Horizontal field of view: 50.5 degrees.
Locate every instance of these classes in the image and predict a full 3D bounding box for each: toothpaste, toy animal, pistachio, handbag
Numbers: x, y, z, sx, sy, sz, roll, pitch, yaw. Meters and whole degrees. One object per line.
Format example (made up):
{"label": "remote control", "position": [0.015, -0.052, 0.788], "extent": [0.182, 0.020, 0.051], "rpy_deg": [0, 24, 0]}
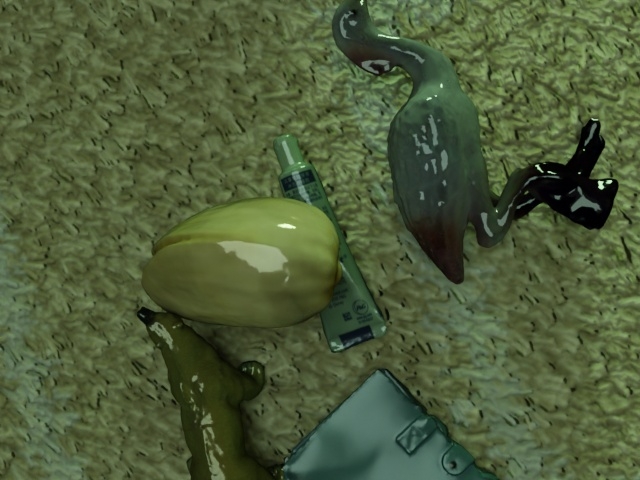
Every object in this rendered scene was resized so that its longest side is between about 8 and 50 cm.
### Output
{"label": "toothpaste", "position": [0.000, 0.000, 0.657], "extent": [0.062, 0.037, 0.216], "rpy_deg": [-22, 88, 17]}
{"label": "toy animal", "position": [0.106, -0.100, 0.616], "extent": [0.324, 0.090, 0.195], "rpy_deg": [40, 88, -1]}
{"label": "toy animal", "position": [-0.105, 0.160, 0.634], "extent": [0.103, 0.101, 0.218], "rpy_deg": [-15, 86, 10]}
{"label": "pistachio", "position": [-0.074, 0.016, 0.607], "extent": [0.201, 0.145, 0.117], "rpy_deg": [0, 64, 33]}
{"label": "handbag", "position": [0.085, 0.241, 0.629], "extent": [0.144, 0.057, 0.221], "rpy_deg": [-45, 81, -2]}
